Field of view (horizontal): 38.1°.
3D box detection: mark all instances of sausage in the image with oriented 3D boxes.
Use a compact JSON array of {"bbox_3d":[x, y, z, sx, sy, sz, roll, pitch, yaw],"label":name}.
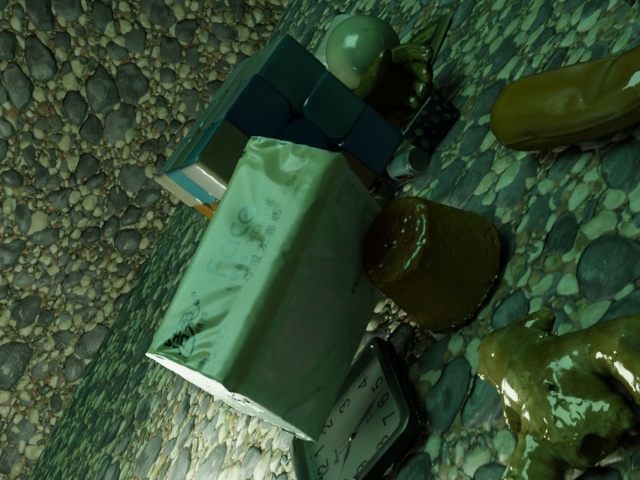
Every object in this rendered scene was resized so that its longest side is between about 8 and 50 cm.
[{"bbox_3d":[0.401,-0.211,1.401,0.134,0.116,0.354,-50,20,-21],"label":"sausage"}]

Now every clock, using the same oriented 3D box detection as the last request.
[{"bbox_3d":[0.055,0.321,1.526,0.279,0.049,0.273,-53,21,15],"label":"clock"}]

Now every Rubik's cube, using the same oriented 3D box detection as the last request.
[{"bbox_3d":[-0.096,-0.179,1.994,0.346,0.344,0.347,-57,20,-13],"label":"Rubik's cube"}]

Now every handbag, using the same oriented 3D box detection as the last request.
[{"bbox_3d":[0.223,-0.249,1.942,0.115,0.072,0.139,-55,7,7],"label":"handbag"}]

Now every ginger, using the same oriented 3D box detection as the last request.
[{"bbox_3d":[0.299,0.167,1.093,0.363,0.122,0.348,-58,27,30],"label":"ginger"}]

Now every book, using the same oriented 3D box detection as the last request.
[{"bbox_3d":[0.227,-0.425,2.222,0.160,0.024,0.228,-18,45,63],"label":"book"}]

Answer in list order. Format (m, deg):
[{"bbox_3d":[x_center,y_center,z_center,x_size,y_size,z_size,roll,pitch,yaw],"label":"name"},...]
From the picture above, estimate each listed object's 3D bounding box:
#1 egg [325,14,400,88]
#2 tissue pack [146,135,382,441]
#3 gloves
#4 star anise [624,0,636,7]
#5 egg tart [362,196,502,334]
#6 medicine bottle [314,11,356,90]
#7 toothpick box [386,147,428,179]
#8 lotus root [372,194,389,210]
[{"bbox_3d":[0.106,-0.472,2.328,0.186,0.186,0.253,-59,17,-2],"label":"egg"},{"bbox_3d":[-0.059,0.085,1.529,0.205,0.332,0.405,14,71,30],"label":"tissue pack"},{"bbox_3d":[0.162,-0.340,2.050,0.141,0.154,0.331,-38,2,-36],"label":"gloves"},{"bbox_3d":[0.491,-0.528,1.515,0.218,0.227,0.148,-55,11,-25],"label":"star anise"},{"bbox_3d":[0.172,0.032,1.492,0.215,0.171,0.215,-32,45,40],"label":"egg tart"},{"bbox_3d":[0.048,-0.479,2.535,0.258,0.143,0.143,-62,21,-14],"label":"medicine bottle"},{"bbox_3d":[0.179,-0.158,1.913,0.083,0.052,0.052,-21,42,61],"label":"toothpick box"},{"bbox_3d":[0.087,-0.011,1.800,0.138,0.138,0.214,-27,31,54],"label":"lotus root"}]
